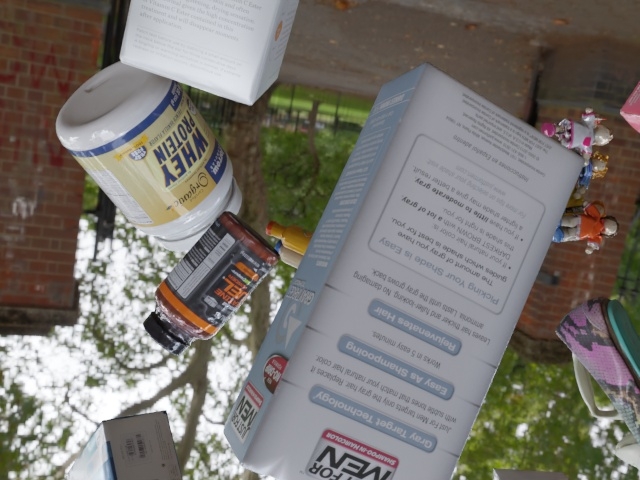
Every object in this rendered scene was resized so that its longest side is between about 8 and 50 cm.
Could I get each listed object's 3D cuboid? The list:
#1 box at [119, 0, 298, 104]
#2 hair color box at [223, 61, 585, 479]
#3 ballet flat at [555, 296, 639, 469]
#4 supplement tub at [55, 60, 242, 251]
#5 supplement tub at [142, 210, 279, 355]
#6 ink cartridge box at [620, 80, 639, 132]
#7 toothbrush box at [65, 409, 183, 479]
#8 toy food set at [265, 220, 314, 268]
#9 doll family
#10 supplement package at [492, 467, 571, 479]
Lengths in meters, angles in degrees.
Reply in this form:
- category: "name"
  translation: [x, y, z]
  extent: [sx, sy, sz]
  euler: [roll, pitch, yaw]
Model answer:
- category: "box"
  translation: [-0.096, -0.369, 0.841]
  extent: [0.168, 0.346, 0.215]
  euler: [19, -159, -2]
- category: "hair color box"
  translation: [0.076, 0.052, 0.652]
  extent: [0.185, 0.375, 0.113]
  euler: [27, 173, -15]
- category: "ballet flat"
  translation: [0.298, 0.160, 0.657]
  extent: [0.076, 0.222, 0.079]
  euler: [-17, 163, -50]
- category: "supplement tub"
  translation: [-0.303, -0.152, 1.295]
  extent: [0.228, 0.228, 0.316]
  euler: [19, 152, 43]
- category: "supplement tub"
  translation: [-0.155, 0.063, 0.967]
  extent: [0.106, 0.198, 0.106]
  euler: [41, -179, 0]
- category: "ink cartridge box"
  translation: [0.747, -0.274, 1.309]
  extent: [0.117, 0.207, 0.283]
  euler: [30, -174, -30]
- category: "toothbrush box"
  translation: [-0.362, 0.475, 1.291]
  extent: [0.126, 0.295, 0.217]
  euler: [-1, -122, -34]
- category: "toy food set"
  translation: [0.000, 0.000, 1.210]
  extent: [0.104, 0.111, 0.232]
  euler: [24, -154, 21]
- category: "doll family"
  translation: [0.467, -0.107, 1.294]
  extent: [0.163, 0.263, 0.118]
  euler: [-3, 180, -21]
- category: "supplement package"
  translation: [0.293, 0.417, 0.959]
  extent: [0.105, 0.180, 0.105]
  euler: [2, 176, 6]
